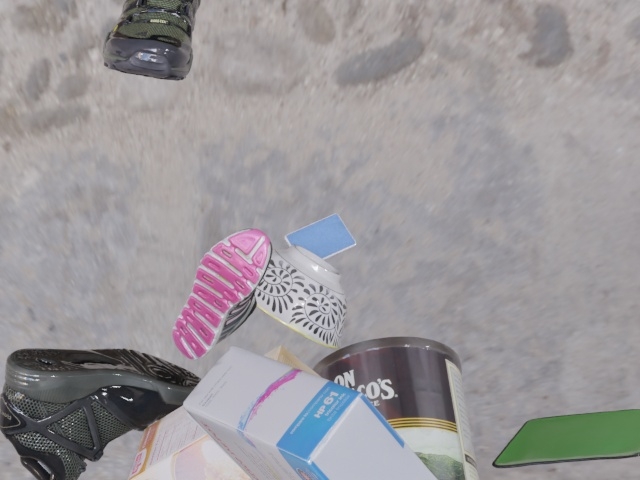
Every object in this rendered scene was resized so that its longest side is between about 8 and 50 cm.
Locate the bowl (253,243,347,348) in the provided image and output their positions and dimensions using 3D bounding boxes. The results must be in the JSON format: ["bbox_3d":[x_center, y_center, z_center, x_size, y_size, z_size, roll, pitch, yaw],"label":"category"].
[{"bbox_3d":[-0.025,0.057,1.900,0.170,0.170,0.080,32,97,1],"label":"bowl"}]

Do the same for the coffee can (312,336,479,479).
[{"bbox_3d":[0.099,0.287,1.898,0.202,0.201,0.275,-4,58,-5],"label":"coffee can"}]

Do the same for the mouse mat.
[{"bbox_3d":[0.311,0.233,1.792,0.190,0.153,0.007,-8,102,28],"label":"mouse mat"}]

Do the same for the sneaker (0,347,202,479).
[{"bbox_3d":[-0.221,0.179,1.516,0.228,0.087,0.130,3,111,-40],"label":"sneaker"}]

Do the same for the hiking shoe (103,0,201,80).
[{"bbox_3d":[-0.154,-0.227,1.425,0.086,0.227,0.114,7,115,-6],"label":"hiking shoe"}]

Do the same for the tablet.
[{"bbox_3d":[0.000,0.000,1.998,0.083,0.006,0.054,-24,69,-22],"label":"tablet"}]

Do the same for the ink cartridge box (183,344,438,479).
[{"bbox_3d":[-0.007,0.114,0.849,0.052,0.122,0.088,-52,126,-19],"label":"ink cartridge box"}]

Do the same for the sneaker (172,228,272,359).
[{"bbox_3d":[-0.094,0.048,1.577,0.063,0.075,0.170,37,121,11],"label":"sneaker"}]

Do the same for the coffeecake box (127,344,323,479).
[{"bbox_3d":[-0.051,0.190,1.301,0.142,0.185,0.068,40,38,-22],"label":"coffeecake box"}]
